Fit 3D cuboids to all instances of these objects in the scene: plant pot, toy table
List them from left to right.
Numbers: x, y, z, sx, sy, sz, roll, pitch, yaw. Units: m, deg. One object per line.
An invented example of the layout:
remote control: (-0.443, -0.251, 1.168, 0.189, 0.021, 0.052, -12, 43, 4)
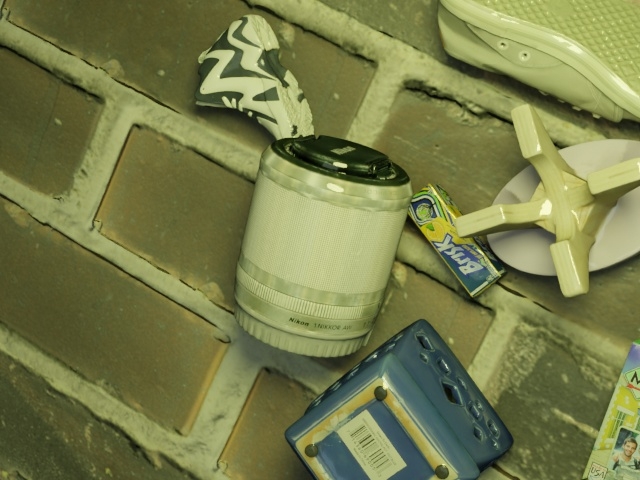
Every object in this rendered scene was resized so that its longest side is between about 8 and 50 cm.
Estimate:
plant pot: (0.104, 0.280, 1.338, 0.236, 0.212, 0.236, -40, 80, 19)
toy table: (0.325, -0.050, 1.241, 0.274, 0.161, 0.252, -32, 71, 26)

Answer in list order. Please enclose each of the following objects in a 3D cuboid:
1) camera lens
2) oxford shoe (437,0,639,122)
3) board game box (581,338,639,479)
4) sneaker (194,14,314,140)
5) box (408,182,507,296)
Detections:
camera lens: (0.000, 0.000, 1.343, 0.219, 0.219, 0.274, 20, 109, 18)
oxford shoe: (0.357, -0.240, 1.265, 0.449, 0.169, 0.130, 27, 146, 9)
board game box: (0.531, 0.289, 1.239, 0.317, 0.046, 0.213, 22, 101, 29)
sneaker: (-0.115, -0.212, 1.454, 0.153, 0.094, 0.235, -25, 91, 27)
box: (0.196, -0.002, 1.366, 0.054, 0.059, 0.169, -41, 79, 20)
